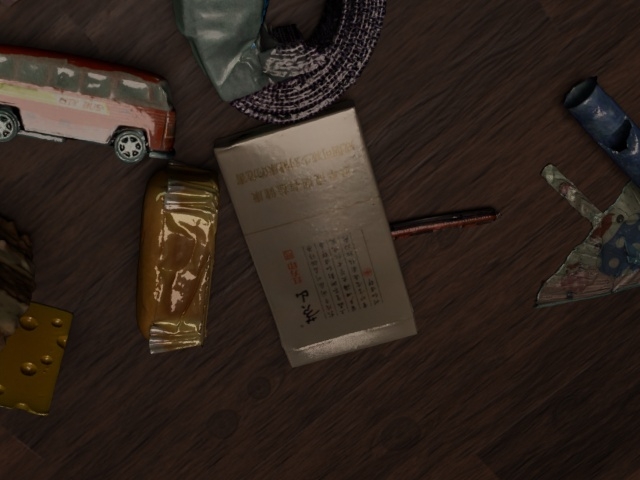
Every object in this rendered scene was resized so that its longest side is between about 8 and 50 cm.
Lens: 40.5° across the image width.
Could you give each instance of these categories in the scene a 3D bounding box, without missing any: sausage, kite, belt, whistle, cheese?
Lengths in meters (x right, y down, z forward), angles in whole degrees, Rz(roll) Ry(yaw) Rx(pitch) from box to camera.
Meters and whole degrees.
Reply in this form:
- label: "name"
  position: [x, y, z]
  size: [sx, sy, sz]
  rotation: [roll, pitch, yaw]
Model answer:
- label: "sausage"
  position: [0.176, -0.024, 1.295]
  size: [0.198, 0.025, 0.028]
  rotation: [-10, 156, -6]
- label: "kite"
  position: [0.450, -0.016, 1.358]
  size: [0.314, 0.011, 0.335]
  rotation: [34, 101, -21]
- label: "belt"
  position: [-0.051, -0.308, 1.076]
  size: [0.260, 0.122, 0.325]
  rotation: [-4, 123, -12]
- label: "whistle"
  position: [0.475, -0.119, 1.285]
  size: [0.304, 0.062, 0.062]
  rotation: [41, 100, -21]
- label: "cheese"
  position: [-0.406, 0.179, 1.186]
  size: [0.093, 0.171, 0.126]
  rotation: [19, 108, -17]

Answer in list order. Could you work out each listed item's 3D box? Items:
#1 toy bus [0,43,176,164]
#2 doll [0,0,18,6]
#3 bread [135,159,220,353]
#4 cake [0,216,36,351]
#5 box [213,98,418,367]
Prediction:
- label: "toy bus"
  position: [-0.309, -0.173, 1.097]
  size: [0.264, 0.121, 0.120]
  rotation: [9, 100, -14]
- label: "doll"
  position: [-0.421, -0.398, 0.976]
  size: [0.150, 0.151, 0.287]
  rotation: [-21, 120, -2]
- label: "bread"
  position: [-0.195, 0.022, 1.183]
  size: [0.106, 0.136, 0.241]
  rotation: [4, 110, -10]
- label: "cake"
  position: [-0.526, 0.086, 1.067]
  size: [0.255, 0.290, 0.282]
  rotation: [34, 105, -20]
- label: "box"
  position: [0.000, 0.000, 1.246]
  size: [0.204, 0.051, 0.365]
  rotation: [-16, 113, 3]
